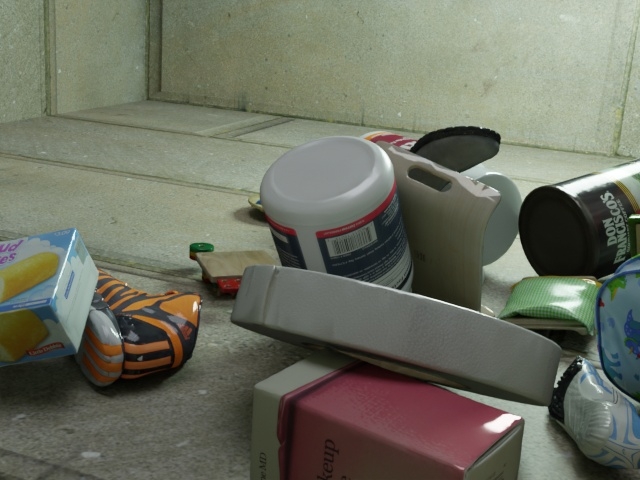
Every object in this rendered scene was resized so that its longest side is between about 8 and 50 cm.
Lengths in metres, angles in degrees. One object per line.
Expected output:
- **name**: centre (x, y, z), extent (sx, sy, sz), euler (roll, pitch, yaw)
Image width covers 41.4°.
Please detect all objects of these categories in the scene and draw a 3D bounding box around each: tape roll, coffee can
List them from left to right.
- **tape roll**: centre (0.085, 0.116, 1.010), extent (0.392, 0.072, 0.392), euler (15, -9, 2)
- **coffee can**: centre (0.551, -0.039, 1.628), extent (0.275, 0.201, 0.201), euler (-17, 24, -25)

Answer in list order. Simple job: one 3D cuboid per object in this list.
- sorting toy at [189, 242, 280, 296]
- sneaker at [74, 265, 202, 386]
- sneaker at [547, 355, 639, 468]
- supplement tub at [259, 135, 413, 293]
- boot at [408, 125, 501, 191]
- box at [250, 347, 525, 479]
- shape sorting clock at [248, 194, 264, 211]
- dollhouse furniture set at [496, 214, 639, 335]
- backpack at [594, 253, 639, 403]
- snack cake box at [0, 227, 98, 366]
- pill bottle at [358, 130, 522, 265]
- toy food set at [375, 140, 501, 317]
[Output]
- **sorting toy**: centre (-0.140, 0.062, 1.482), extent (0.132, 0.046, 0.274), euler (-2, 17, -21)
- **sneaker**: centre (-0.281, 0.104, 1.218), extent (0.180, 0.124, 0.321), euler (-3, 28, -35)
- **sneaker**: centre (0.343, 0.214, 1.045), extent (0.086, 0.085, 0.237), euler (30, 13, -4)
- **supplement tub**: centre (0.032, 0.003, 1.242), extent (0.191, 0.272, 0.191), euler (-10, 39, 8)
- **boot**: centre (0.191, -0.061, 1.544), extent (0.118, 0.222, 0.338), euler (18, -27, -38)
- **box**: centre (0.058, 0.218, 0.813), extent (0.232, 0.148, 0.127), euler (14, 20, 34)
- **shape sorting clock**: centre (-0.068, -0.079, 1.991), extent (0.206, 0.040, 0.206), euler (5, 12, -1)
- **dollhouse furniture set**: centre (0.439, 0.052, 1.372), extent (0.302, 0.151, 0.197), euler (-2, 12, 25)
- **backpack**: centre (0.521, 0.116, 1.050), extent (0.273, 0.290, 0.355), euler (-19, 23, -13)
- **snack cake box**: centre (-0.431, 0.083, 1.074), extent (0.264, 0.089, 0.152), euler (-11, 39, 6)
- **pill bottle**: centre (0.217, -0.090, 1.771), extent (0.224, 0.224, 0.392), euler (-6, 19, -31)
- **toy food set**: centre (0.182, -0.006, 1.341), extent (0.220, 0.306, 0.092), euler (28, 59, 29)
